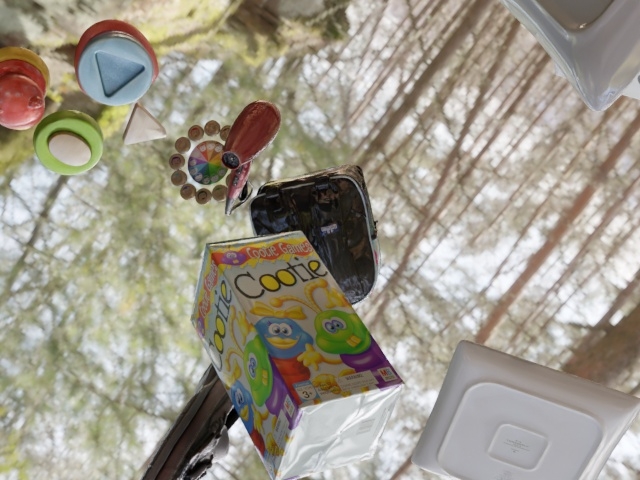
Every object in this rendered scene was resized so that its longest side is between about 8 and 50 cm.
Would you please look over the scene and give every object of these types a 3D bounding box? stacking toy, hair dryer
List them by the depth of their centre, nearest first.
[{"bbox_3d":[-0.425,-0.231,1.590,0.130,0.309,0.279,-115,6,-50],"label":"stacking toy"},{"bbox_3d":[-0.129,-0.152,1.644,0.080,0.224,0.293,16,179,7],"label":"hair dryer"}]

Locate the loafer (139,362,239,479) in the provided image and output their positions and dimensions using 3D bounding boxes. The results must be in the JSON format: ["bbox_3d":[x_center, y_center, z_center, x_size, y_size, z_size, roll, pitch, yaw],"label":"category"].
[{"bbox_3d":[-0.142,0.245,1.183,0.095,0.109,0.302,33,-140,-3],"label":"loafer"}]

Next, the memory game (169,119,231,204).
[{"bbox_3d":[-0.237,-0.166,1.864,0.186,0.186,0.012,44,-175,20],"label":"memory game"}]

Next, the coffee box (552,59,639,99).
[{"bbox_3d":[0.647,-0.490,1.628,0.334,0.338,0.338,26,162,32],"label":"coffee box"}]

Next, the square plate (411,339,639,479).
[{"bbox_3d":[0.377,0.376,1.665,0.347,0.344,0.049,18,-146,5],"label":"square plate"}]

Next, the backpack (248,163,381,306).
[{"bbox_3d":[0.000,0.000,1.620,0.191,0.225,0.254,-58,-46,-75],"label":"backpack"}]

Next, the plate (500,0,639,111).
[{"bbox_3d":[0.274,-0.297,0.803,0.045,0.277,0.278,20,-149,-28],"label":"plate"}]

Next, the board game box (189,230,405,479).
[{"bbox_3d":[-0.040,0.134,1.088,0.142,0.144,0.275,-8,-137,-29],"label":"board game box"}]
